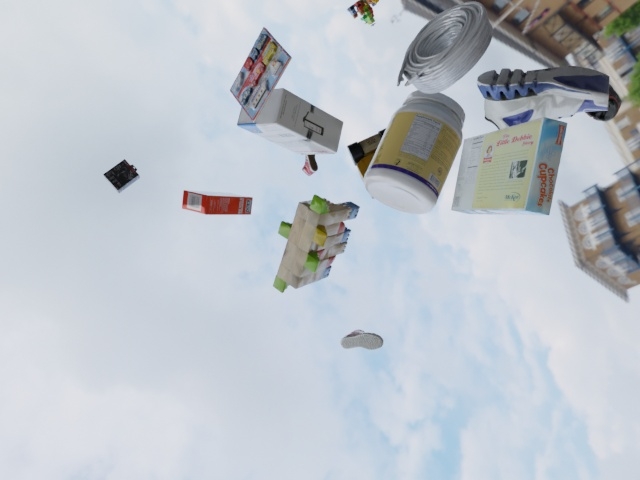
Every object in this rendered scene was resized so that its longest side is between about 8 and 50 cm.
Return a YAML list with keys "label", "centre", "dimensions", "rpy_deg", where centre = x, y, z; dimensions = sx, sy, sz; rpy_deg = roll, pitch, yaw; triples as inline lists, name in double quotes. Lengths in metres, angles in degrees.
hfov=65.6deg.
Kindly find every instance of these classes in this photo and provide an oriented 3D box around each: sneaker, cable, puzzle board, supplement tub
- label: "sneaker"
  centre: [-0.044, -0.300, 1.866]
  dimensions: [0.042, 0.067, 0.119]
  rpy_deg: [-1, -109, -27]
- label: "sneaker"
  centre: [0.904, -0.509, 1.704]
  dimensions: [0.135, 0.098, 0.276]
  rpy_deg: [-27, -123, -34]
- label: "sneaker"
  centre: [0.568, -0.342, 1.291]
  dimensions: [0.127, 0.315, 0.182]
  rpy_deg: [-55, -36, -37]
- label: "cable"
  centre: [0.341, -0.519, 1.345]
  dimensions: [0.089, 0.257, 0.257]
  rpy_deg: [38, -127, -32]
- label: "puzzle board"
  centre: [-0.106, -0.281, 0.842]
  dimensions: [0.011, 0.128, 0.096]
  rpy_deg: [2, -136, -46]
- label: "sneaker"
  centre: [0.128, 0.279, 1.423]
  dimensions: [0.070, 0.134, 0.051]
  rpy_deg: [-20, -82, -56]
- label: "supplement tub"
  centre: [0.302, -0.276, 1.565]
  dimensions: [0.241, 0.241, 0.332]
  rpy_deg: [30, -104, -21]

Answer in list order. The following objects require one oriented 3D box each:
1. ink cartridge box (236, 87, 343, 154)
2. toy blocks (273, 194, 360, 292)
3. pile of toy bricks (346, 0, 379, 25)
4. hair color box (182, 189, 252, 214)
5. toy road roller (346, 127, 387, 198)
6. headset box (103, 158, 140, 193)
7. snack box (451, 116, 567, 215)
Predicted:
- label: "ink cartridge box"
  centre: [-0.068, -0.275, 1.175]
  dimensions: [0.203, 0.148, 0.086]
  rpy_deg: [16, -94, -46]
- label: "toy blocks"
  centre: [0.000, 0.000, 1.757]
  dimensions: [0.190, 0.382, 0.260]
  rpy_deg: [32, -153, 28]
- label: "pile of toy bricks"
  centre: [0.173, -0.857, 1.873]
  dimensions: [0.105, 0.118, 0.212]
  rpy_deg: [54, 180, -18]
- label: "hair color box"
  centre: [-0.270, -0.099, 1.313]
  dimensions: [0.167, 0.093, 0.054]
  rpy_deg: [-6, -74, -55]
- label: "toy road roller"
  centre: [0.266, -0.286, 2.076]
  dimensions: [0.241, 0.202, 0.330]
  rpy_deg: [63, -176, -54]
- label: "headset box"
  centre: [-0.561, -0.185, 1.413]
  dimensions: [0.083, 0.032, 0.062]
  rpy_deg: [-43, -89, -20]
- label: "snack box"
  centre: [0.406, -0.153, 1.116]
  dimensions: [0.060, 0.322, 0.187]
  rpy_deg: [10, -88, -12]
